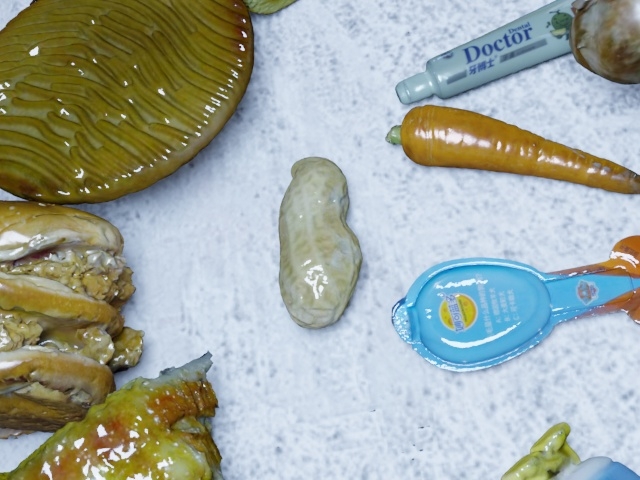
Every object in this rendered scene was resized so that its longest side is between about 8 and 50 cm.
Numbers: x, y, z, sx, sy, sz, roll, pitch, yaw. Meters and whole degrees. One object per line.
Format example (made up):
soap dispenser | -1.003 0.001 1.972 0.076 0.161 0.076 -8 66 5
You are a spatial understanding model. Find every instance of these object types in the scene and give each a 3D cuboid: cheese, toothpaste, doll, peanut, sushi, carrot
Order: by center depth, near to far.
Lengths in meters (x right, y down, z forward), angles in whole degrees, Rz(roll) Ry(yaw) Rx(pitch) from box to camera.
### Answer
doll | 0.248 0.251 0.679 0.241 0.135 0.098 40 116 24
sushi | -0.172 0.223 0.749 0.274 0.184 0.139 -38 71 -6
cheese | 0.190 0.055 0.795 0.256 0.037 0.106 -11 70 8
carrot | 0.186 -0.084 0.834 0.257 0.061 0.061 12 74 15
peanut | 0.000 0.000 0.840 0.080 0.080 0.174 -6 67 12
toothpaste | 0.195 -0.194 0.883 0.255 0.037 0.067 -22 67 1

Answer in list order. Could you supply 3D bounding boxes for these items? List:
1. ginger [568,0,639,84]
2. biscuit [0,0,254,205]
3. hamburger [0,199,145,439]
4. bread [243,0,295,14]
ginger | 0.390 -0.098 0.728 0.256 0.176 0.375 -26 77 -7
biscuit | -0.219 -0.171 0.894 0.318 0.040 0.317 -8 57 13
hamburger | -0.306 0.069 0.811 0.261 0.245 0.211 -13 68 40
bread | -0.067 -0.344 0.962 0.132 0.103 0.172 -35 69 4
